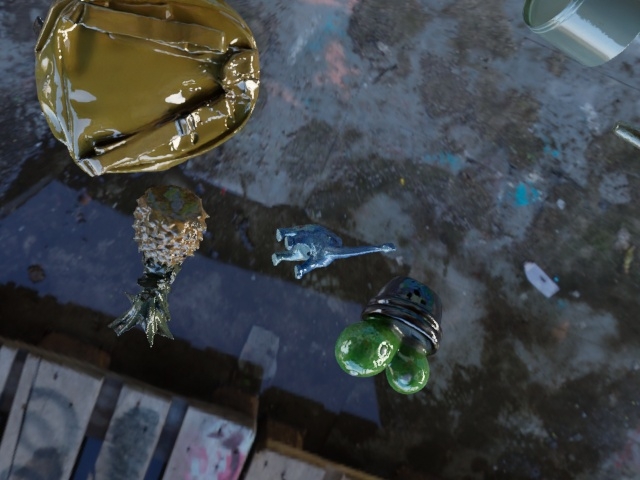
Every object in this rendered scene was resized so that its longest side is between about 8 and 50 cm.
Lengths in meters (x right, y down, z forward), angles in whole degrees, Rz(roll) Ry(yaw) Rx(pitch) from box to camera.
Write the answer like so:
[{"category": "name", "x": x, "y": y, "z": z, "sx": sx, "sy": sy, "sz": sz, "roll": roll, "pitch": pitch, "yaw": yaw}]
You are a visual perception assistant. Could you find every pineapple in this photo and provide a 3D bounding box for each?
[{"category": "pineapple", "x": -0.262, "y": 0.041, "z": 1.377, "sx": 0.119, "sy": 0.130, "sz": 0.277, "roll": -11, "pitch": 136, "yaw": -37}]

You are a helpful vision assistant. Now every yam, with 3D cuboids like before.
[{"category": "yam", "x": 0.365, "y": -0.096, "z": 0.926, "sx": 0.116, "sy": 0.021, "sz": 0.021, "roll": 28, "pitch": 104, "yaw": -6}]

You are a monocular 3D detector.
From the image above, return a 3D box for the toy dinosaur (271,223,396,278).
[{"category": "toy dinosaur", "x": -0.019, "y": 0.008, "z": 1.520, "sx": 0.144, "sy": 0.329, "sz": 0.076, "roll": -15, "pitch": 103, "yaw": -32}]

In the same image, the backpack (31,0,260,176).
[{"category": "backpack", "x": -0.296, "y": -0.277, "z": 1.486, "sx": 0.378, "sy": 0.201, "sz": 0.354, "roll": -2, "pitch": 123, "yaw": -22}]

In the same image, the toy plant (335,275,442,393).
[{"category": "toy plant", "x": 0.149, "y": 0.196, "z": 1.759, "sx": 0.218, "sy": 0.175, "sz": 0.235, "roll": 35, "pitch": 63, "yaw": -21}]

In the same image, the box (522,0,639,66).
[{"category": "box", "x": 0.522, "y": -0.473, "z": 1.671, "sx": 0.149, "sy": 0.226, "sz": 0.226, "roll": 27, "pitch": 105, "yaw": -19}]
